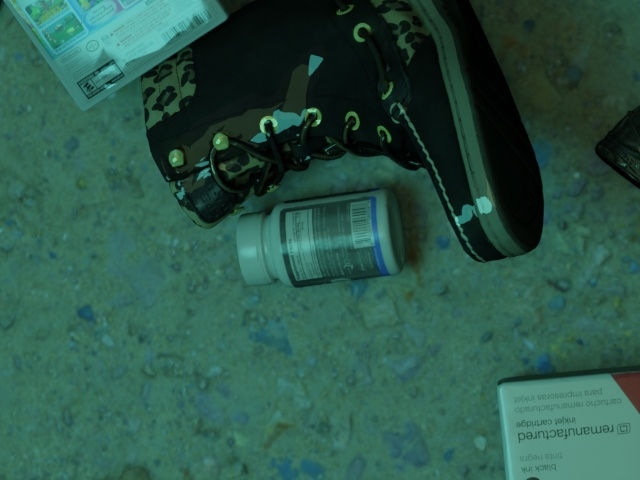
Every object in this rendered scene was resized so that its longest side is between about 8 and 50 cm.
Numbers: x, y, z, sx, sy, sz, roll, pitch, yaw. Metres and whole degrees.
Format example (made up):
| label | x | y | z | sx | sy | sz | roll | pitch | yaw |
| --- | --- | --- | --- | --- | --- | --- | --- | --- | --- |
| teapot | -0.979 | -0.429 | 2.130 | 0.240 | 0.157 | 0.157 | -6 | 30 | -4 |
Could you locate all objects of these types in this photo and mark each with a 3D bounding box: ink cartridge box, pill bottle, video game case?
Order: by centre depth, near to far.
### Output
| label | x | y | z | sx | sy | sz | roll | pitch | yaw |
| --- | --- | --- | --- | --- | --- | --- | --- | --- | --- |
| ink cartridge box | 0.256 | 0.243 | 1.591 | 0.197 | 0.114 | 0.273 | -6 | 88 | 6 |
| video game case | -0.180 | -0.209 | 1.633 | 0.157 | 0.019 | 0.143 | -31 | 103 | 15 |
| pill bottle | 0.000 | 0.000 | 1.676 | 0.137 | 0.078 | 0.078 | -7 | 89 | 13 |

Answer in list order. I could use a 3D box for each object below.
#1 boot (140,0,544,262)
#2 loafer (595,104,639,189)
| label | x | y | z | sx | sy | sz | roll | pitch | yaw |
| --- | --- | --- | --- | --- | --- | --- | --- | --- | --- |
| boot | 0.010 | -0.091 | 1.595 | 0.284 | 0.138 | 0.377 | -28 | 56 | 14 |
| loafer | 0.315 | -0.049 | 1.617 | 0.170 | 0.062 | 0.061 | 38 | 93 | 8 |
